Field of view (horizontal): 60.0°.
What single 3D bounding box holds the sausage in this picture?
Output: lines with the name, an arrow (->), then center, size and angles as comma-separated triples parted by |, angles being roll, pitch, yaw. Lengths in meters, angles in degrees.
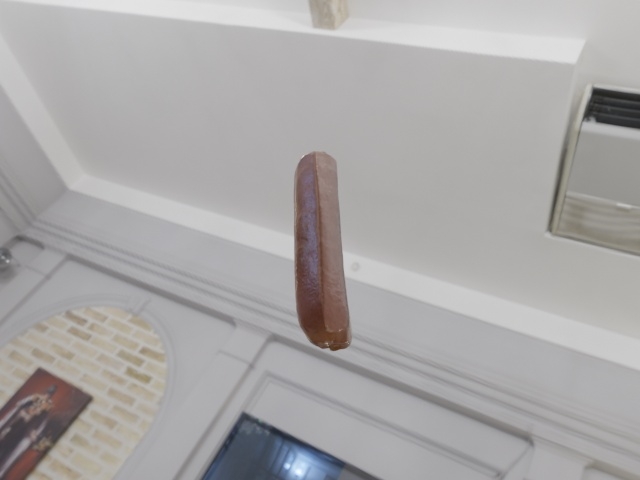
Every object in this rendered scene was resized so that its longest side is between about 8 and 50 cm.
sausage -> 0.000, 0.000, 0.355 | 0.035, 0.147, 0.030 | -20, -38, 21
